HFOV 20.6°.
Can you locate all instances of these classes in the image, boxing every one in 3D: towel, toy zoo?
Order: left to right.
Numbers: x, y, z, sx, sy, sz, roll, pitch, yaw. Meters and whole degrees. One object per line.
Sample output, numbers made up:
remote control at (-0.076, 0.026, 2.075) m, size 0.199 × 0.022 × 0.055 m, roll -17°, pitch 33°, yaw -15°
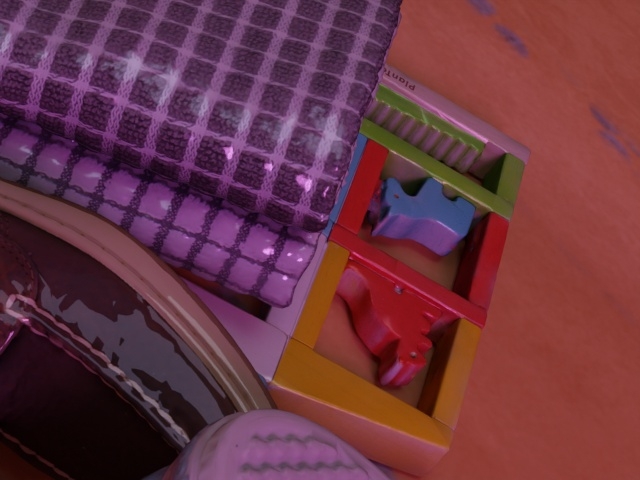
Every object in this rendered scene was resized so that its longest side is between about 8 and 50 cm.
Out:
towel at (-0.076, -0.124, 0.877) m, size 0.235 × 0.121 × 0.283 m, roll 19°, pitch 43°, yaw -2°
toy zoo at (0.000, 0.000, 0.919) m, size 0.192 × 0.030 × 0.293 m, roll 30°, pitch 42°, yaw -8°

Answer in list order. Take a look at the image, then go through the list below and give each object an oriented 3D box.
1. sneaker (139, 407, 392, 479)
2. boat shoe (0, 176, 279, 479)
sneaker at (0.036, 0.225, 0.676) m, size 0.366 × 0.150 × 0.135 m, roll 51°, pitch 33°, yaw -10°
boat shoe at (-0.169, 0.030, 0.718) m, size 0.342 × 0.123 × 0.123 m, roll 39°, pitch 46°, yaw 9°
